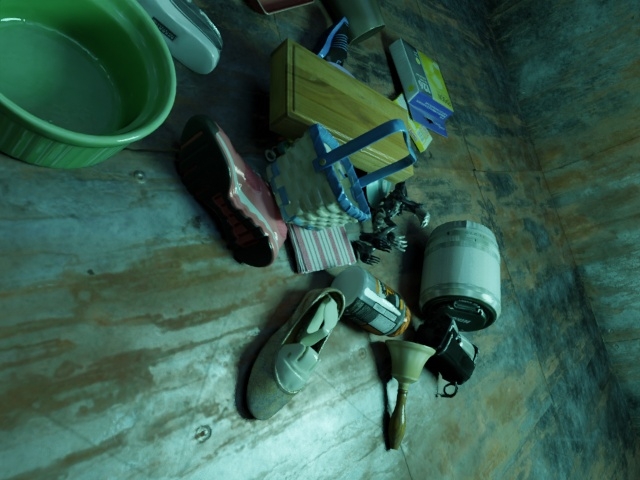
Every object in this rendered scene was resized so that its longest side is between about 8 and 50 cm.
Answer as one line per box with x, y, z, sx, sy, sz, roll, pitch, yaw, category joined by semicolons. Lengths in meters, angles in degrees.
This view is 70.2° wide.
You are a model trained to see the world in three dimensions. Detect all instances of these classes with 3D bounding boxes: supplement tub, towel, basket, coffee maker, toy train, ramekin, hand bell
0.120;0.151;1.075;0.190;0.116;0.117;35;50;-32;supplement tub
0.000;0.000;1.082;0.196;0.029;0.144;-7;76;-48;towel
0.101;-0.752;1.427;0.204;0.154;0.227;-36;104;-48;basket
0.051;-0.140;0.934;0.254;0.288;0.201;24;48;-72;basket
0.338;0.306;1.224;0.178;0.120;0.171;44;44;-35;coffee maker
-0.051;-0.174;1.086;0.166;0.046;0.125;49;44;-21;toy train
-0.390;-0.256;0.681;0.303;0.148;0.304;21;59;-40;ramekin
0.197;0.373;1.093;0.126;0.126;0.242;27;68;-37;hand bell

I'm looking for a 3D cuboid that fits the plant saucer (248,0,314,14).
-0.158;-0.725;1.212;0.259;0.047;0.258;56;42;-12;plant saucer

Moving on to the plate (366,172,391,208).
0.172;-0.181;1.274;0.188;0.024;0.188;-35;130;-57;plate

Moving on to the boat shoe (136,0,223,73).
-0.312;-0.470;0.892;0.301;0.108;0.102;37;49;-34;boat shoe

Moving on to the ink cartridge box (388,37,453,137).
0.394;-0.562;1.698;0.303;0.072;0.308;2;67;-52;ink cartridge box

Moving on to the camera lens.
0.404;0.109;1.319;0.219;0.219;0.275;39;48;-29;camera lens

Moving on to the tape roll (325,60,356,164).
0.040;-0.331;1.221;0.274;0.090;0.275;21;60;-39;tape roll

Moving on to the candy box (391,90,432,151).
0.325;-0.421;1.610;0.206;0.027;0.105;55;39;-15;candy box

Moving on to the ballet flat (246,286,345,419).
-0.037;0.202;0.893;0.108;0.106;0.316;49;44;-20;ballet flat

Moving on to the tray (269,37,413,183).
0.065;-0.297;1.104;0.410;0.076;0.203;15;64;-38;tray

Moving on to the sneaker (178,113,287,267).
-0.166;-0.102;0.907;0.314;0.115;0.136;63;30;-15;sneaker

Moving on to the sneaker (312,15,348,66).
0.042;-0.562;1.336;0.090;0.081;0.233;44;53;-29;sneaker

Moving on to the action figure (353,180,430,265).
0.201;-0.045;1.220;0.140;0.164;0.276;34;51;8;action figure
